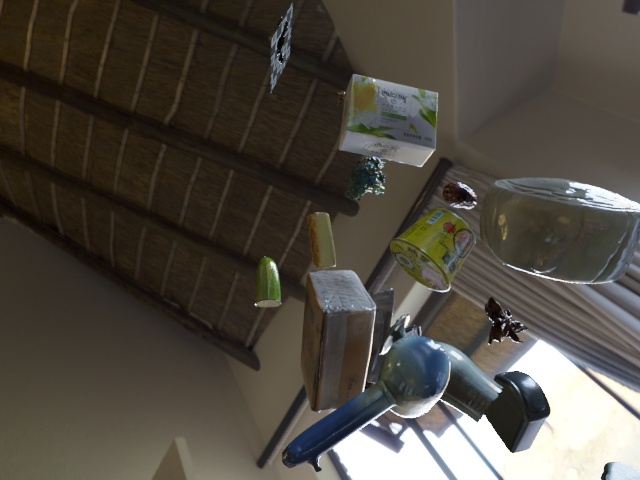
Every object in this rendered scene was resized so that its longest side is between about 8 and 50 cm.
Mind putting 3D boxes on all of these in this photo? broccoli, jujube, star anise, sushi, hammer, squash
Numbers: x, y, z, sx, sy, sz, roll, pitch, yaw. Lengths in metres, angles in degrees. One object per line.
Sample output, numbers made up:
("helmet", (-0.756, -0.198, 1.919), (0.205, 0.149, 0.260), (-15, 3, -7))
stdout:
("broccoli", (0.177, -0.222, 1.625), (0.160, 0.154, 0.167), (37, -120, -41))
("jujube", (0.428, -0.132, 1.324), (0.129, 0.077, 0.077), (16, -67, -39))
("star anise", (0.693, 0.310, 1.675), (0.212, 0.196, 0.111), (-9, -17, -38))
("sushi", (-0.116, -0.501, 1.137), (0.201, 0.031, 0.139), (109, -178, -69))
("hammer", (0.046, 0.177, 0.454), (0.193, 0.070, 0.116), (-28, -28, -16))
("squash", (-0.189, 0.143, 1.574), (0.095, 0.188, 0.095), (-3, -27, -2))

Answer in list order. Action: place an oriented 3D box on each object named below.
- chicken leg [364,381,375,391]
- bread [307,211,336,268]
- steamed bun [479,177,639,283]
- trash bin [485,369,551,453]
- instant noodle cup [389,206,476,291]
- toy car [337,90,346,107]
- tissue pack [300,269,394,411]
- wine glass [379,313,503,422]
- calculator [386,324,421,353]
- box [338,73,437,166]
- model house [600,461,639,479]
("chicken leg", (0.098, 0.495, 1.469), (0.205, 0.093, 0.053), (-19, -34, 30))
("bread", (0.000, -0.001, 1.493), (0.068, 0.125, 0.189), (-9, -89, -11))
("steamed bun", (0.585, -0.031, 1.117), (0.236, 0.383, 0.247), (-18, -60, -47))
("trash bin", (0.619, 0.533, 1.381), (0.101, 0.177, 0.237), (-8, -58, -16))
("instant noodle cup", (0.503, 0.027, 1.908), (0.254, 0.325, 0.326), (-46, -43, -15))
("toy car", (0.104, -0.419, 1.360), (0.035, 0.122, 0.059), (-34, -26, -23))
("tissue pack", (0.072, 0.256, 1.145), (0.238, 0.238, 0.306), (-8, -65, -29))
("wine glass", (0.223, 0.242, 0.827), (0.103, 0.222, 0.103), (-38, -32, -29))
("calculator", (0.224, 0.373, 1.523), (0.273, 0.028, 0.166), (-20, -39, 2))
("box", (0.192, -0.341, 1.242), (0.260, 0.195, 0.111), (8, -21, -6))
("model house", (0.618, 0.674, 0.866), (0.267, 0.194, 0.325), (-25, -57, -44))
